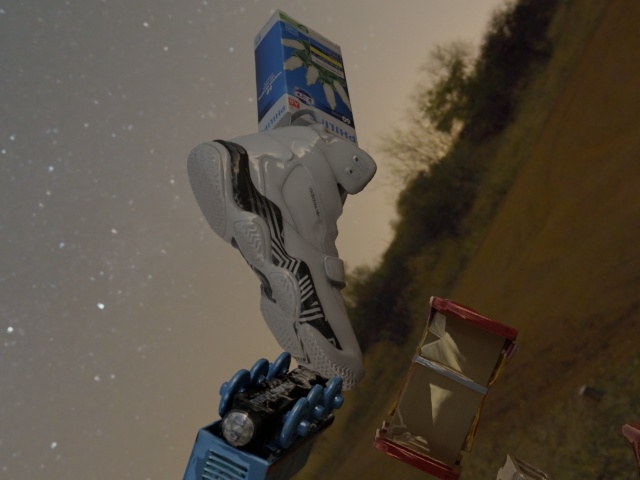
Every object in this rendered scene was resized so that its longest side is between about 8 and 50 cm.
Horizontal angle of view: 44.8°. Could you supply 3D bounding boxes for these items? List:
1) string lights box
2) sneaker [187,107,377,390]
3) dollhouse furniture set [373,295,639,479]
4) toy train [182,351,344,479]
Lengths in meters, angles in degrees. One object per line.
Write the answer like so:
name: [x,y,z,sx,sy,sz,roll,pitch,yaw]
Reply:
string lights box: [-0.027,-0.232,1.208,0.077,0.133,0.259,-44,37,34]
sneaker: [0.000,0.000,1.014,0.210,0.365,0.137,-31,-2,-24]
dollhouse furniture set: [0.269,0.230,0.953,0.201,0.374,0.152,-66,-11,0]
toy train: [-0.042,0.158,0.650,0.105,0.080,0.184,-69,-16,6]
